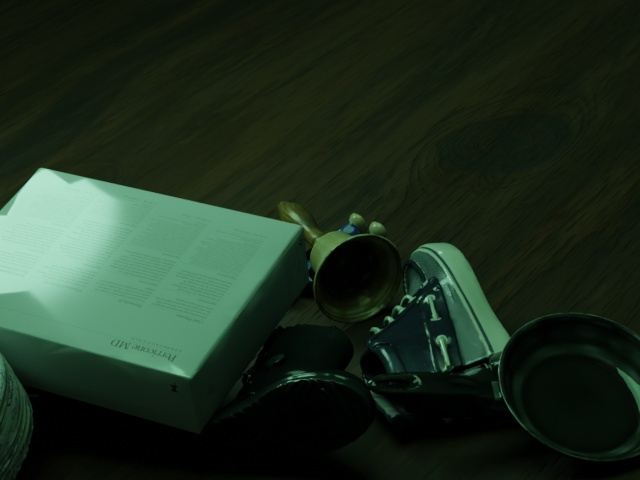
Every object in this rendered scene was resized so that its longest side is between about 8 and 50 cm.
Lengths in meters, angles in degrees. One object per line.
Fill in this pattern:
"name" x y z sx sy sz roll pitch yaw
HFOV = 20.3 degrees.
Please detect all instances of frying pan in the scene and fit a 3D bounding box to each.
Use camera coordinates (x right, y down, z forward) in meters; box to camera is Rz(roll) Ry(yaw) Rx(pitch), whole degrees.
"frying pan" 0.231 0.182 1.910 0.326 0.053 0.197 -19 55 -23

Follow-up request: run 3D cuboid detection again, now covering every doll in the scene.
"doll" 0.000 0.030 2.424 0.129 0.046 0.189 24 46 37

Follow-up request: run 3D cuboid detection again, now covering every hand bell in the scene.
"hand bell" 0.000 0.000 2.362 0.126 0.126 0.242 -18 32 -18

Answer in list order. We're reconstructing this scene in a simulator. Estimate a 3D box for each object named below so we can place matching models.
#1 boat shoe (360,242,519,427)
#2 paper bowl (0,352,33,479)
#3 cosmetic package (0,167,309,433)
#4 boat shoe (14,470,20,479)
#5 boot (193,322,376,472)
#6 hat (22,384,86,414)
"boat shoe" 0.112 0.105 2.110 0.158 0.127 0.340 -7 24 -11
"paper bowl" -0.452 0.234 1.972 0.284 0.148 0.284 -14 40 12
"cosmetic package" -0.243 0.061 2.107 0.377 0.097 0.284 13 40 23
"boat shoe" -0.380 0.254 2.095 0.056 0.048 0.153 -4 28 -17
"boot" -0.011 0.158 2.023 0.246 0.094 0.207 -23 18 36
"hat" -0.326 0.127 2.220 0.331 0.134 0.331 -5 37 4
